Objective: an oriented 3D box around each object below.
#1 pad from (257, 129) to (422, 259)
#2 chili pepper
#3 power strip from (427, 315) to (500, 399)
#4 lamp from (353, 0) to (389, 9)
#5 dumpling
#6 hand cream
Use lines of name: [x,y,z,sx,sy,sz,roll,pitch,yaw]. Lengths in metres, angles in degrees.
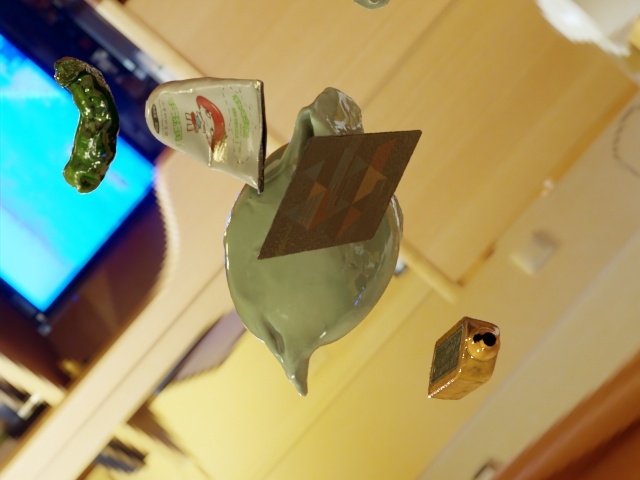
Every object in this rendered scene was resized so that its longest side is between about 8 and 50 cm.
pad: [0.023,-0.049,1.504,0.003,0.143,0.211,36,-155,26]
chili pepper: [-0.241,-0.128,1.533,0.050,0.073,0.182,35,147,29]
power strip: [0.113,0.092,1.153,0.028,0.049,0.178,11,166,-3]
lamp: [0.056,-0.237,1.181,0.050,0.056,0.198,31,-155,-3]
dumpling: [-0.014,-0.010,1.816,0.212,0.320,0.270,34,-170,-22]
hand cream: [-0.127,-0.136,1.702,0.336,0.076,0.121,-158,60,-63]
